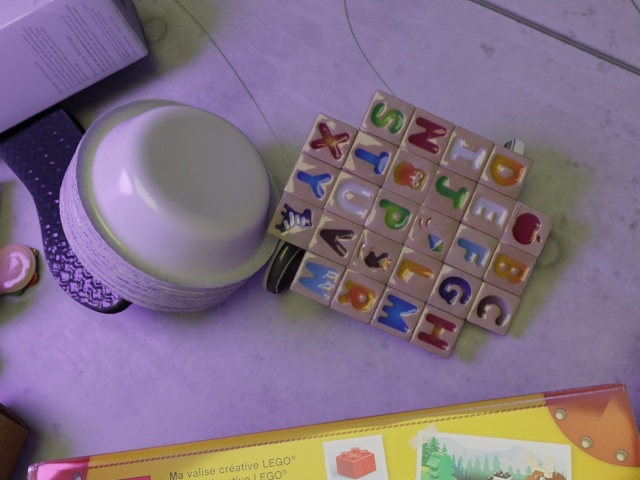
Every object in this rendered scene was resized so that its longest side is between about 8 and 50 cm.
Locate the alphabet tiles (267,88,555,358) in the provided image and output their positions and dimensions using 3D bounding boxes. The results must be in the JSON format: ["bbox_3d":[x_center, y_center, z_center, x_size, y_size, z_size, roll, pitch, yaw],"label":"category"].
[{"bbox_3d":[0.120,-0.020,0.846,0.342,0.011,0.285,24,89,-3],"label":"alphabet tiles"}]

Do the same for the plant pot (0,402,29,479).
[{"bbox_3d":[-0.526,0.322,0.862,0.237,0.237,0.254,31,68,18],"label":"plant pot"}]

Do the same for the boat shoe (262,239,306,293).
[{"bbox_3d":[0.000,0.000,0.916,0.065,0.075,0.206,35,79,21],"label":"boat shoe"}]

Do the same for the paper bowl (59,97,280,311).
[{"bbox_3d":[-0.181,-0.061,0.853,0.284,0.148,0.284,17,56,-26],"label":"paper bowl"}]

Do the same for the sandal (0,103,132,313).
[{"bbox_3d":[-0.356,-0.064,1.003,0.167,0.107,0.446,-38,58,0],"label":"sandal"}]

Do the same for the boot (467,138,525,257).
[{"bbox_3d":[0.210,-0.067,0.894,0.086,0.069,0.190,24,80,11],"label":"boot"}]

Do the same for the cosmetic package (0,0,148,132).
[{"bbox_3d":[-0.483,-0.313,1.035,0.365,0.155,0.197,-27,49,4],"label":"cosmetic package"}]

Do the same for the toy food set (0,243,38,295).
[{"bbox_3d":[-0.484,0.046,1.027,0.082,0.020,0.083,0,73,11],"label":"toy food set"}]

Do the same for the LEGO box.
[{"bbox_3d":[0.033,0.288,0.667,0.500,0.372,0.193,-10,72,8],"label":"LEGO box"}]
